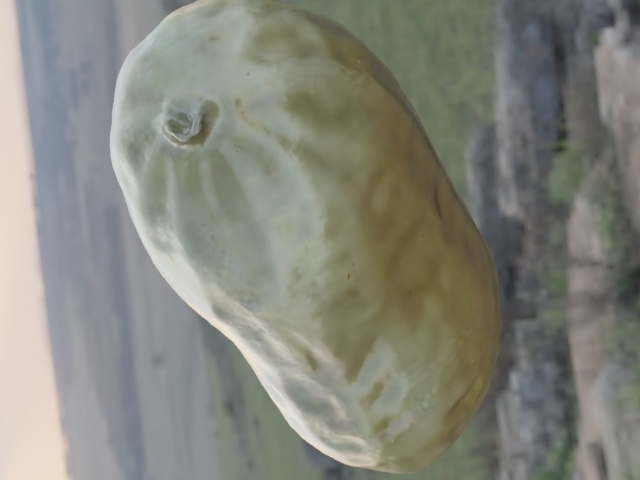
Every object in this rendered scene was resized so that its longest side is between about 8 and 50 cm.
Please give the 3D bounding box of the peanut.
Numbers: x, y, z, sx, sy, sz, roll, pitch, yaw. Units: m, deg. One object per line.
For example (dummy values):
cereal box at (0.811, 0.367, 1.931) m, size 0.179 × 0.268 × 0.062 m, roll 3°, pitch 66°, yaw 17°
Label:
peanut at (0.000, 0.000, 0.793) m, size 0.224 × 0.129 × 0.129 m, roll 53°, pitch -178°, yaw -20°
